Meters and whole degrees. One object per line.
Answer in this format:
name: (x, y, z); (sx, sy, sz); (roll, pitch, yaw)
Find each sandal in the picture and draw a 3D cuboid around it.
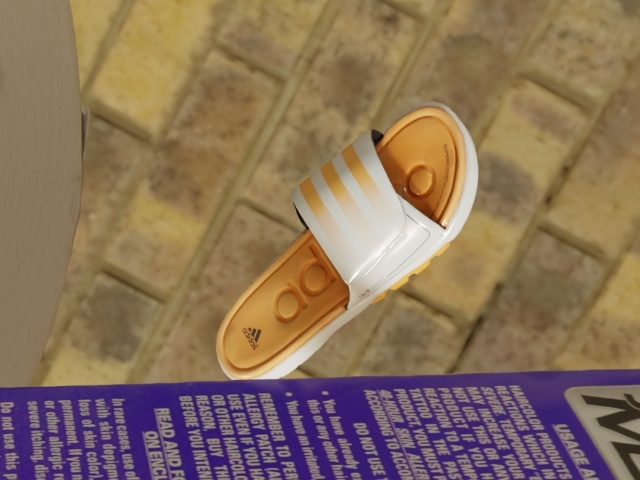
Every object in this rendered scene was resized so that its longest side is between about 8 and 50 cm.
sandal: (0.005, 0.008, 1.014); (0.265, 0.102, 0.076); (-47, 147, 16)

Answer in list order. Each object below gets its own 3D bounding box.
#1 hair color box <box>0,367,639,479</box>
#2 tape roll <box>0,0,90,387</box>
hair color box: (-0.047, 0.139, 0.388); (0.110, 0.339, 0.185); (-112, -153, -55)
tape roll: (-0.217, -0.064, 0.476); (0.392, 0.072, 0.392); (-4, 90, -66)
